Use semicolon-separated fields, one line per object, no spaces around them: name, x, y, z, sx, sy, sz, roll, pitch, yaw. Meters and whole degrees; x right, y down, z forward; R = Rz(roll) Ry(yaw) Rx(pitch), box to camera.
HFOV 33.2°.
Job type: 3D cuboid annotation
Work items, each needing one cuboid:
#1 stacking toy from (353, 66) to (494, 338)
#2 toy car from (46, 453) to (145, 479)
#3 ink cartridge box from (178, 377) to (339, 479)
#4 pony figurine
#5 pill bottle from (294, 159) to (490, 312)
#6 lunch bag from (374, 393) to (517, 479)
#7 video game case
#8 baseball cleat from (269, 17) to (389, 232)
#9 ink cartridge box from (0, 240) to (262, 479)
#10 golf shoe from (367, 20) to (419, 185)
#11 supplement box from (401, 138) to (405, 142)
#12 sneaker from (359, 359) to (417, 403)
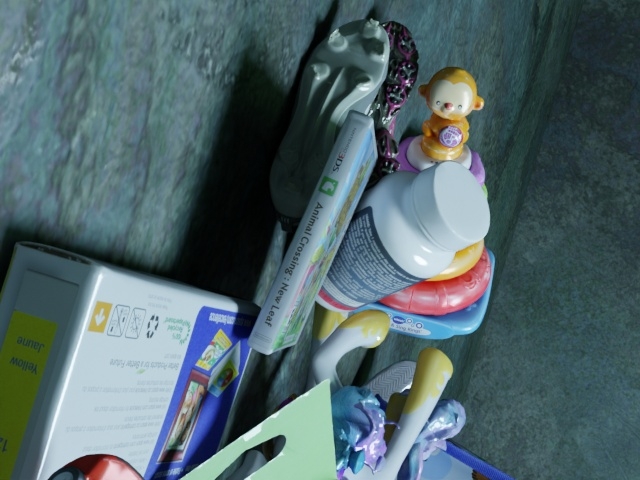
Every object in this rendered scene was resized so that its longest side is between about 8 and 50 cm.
stacking toy;0.124;-0.054;1.166;0.166;0.175;0.302;-66;167;-49
toy car;-0.201;0.206;0.498;0.225;0.053;0.239;17;86;-46
ink cartridge box;-0.034;0.239;0.816;0.171;0.056;0.235;-31;139;-30
pony figurine;0.021;0.259;1.098;0.351;0.302;0.363;59;43;-24
pill bottle;0.069;-0.005;1.034;0.108;0.180;0.108;22;56;-37
lunch bag;0.153;0.424;1.288;0.328;0.385;0.239;-56;161;-7
video game case;0.000;0.000;0.896;0.212;0.023;0.193;41;72;-84
baseball cleat;0.002;-0.104;0.982;0.206;0.072;0.109;-62;174;-21
ink cartridge box;-0.150;0.171;0.719;0.303;0.072;0.307;31;78;-75
golf shoe;0.051;-0.136;1.118;0.086;0.067;0.186;180;-78;-73
supplement box;0.153;-0.059;1.488;0.239;0.073;0.130;8;97;-75
sneaker;0.075;0.323;1.555;0.321;0.124;0.180;-61;167;-5
